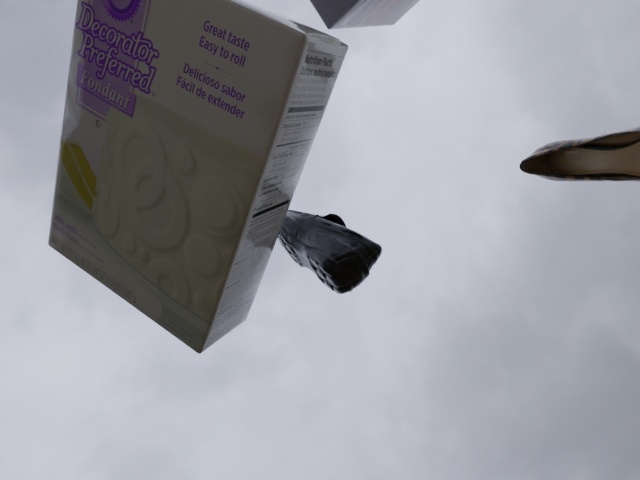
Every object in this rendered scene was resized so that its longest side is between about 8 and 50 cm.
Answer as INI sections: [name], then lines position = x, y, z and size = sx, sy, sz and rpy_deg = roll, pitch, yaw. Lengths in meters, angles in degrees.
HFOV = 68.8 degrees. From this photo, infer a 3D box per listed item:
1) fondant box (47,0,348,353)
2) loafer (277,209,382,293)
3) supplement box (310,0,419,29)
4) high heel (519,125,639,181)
[fondant box]
position = -0.146, -0.085, 0.482
size = 0.238, 0.096, 0.330
rpy_deg = 30, -65, 15
[loafer]
position = 0.000, 0.000, 0.625
size = 0.078, 0.223, 0.076
rpy_deg = -37, -59, -14
[supplement box]
position = 0.089, -0.363, 0.639
size = 0.130, 0.239, 0.073
rpy_deg = -30, -85, 37
[high heel]
position = 0.429, -0.119, 0.711
size = 0.186, 0.261, 0.093
rpy_deg = -11, -79, 8
